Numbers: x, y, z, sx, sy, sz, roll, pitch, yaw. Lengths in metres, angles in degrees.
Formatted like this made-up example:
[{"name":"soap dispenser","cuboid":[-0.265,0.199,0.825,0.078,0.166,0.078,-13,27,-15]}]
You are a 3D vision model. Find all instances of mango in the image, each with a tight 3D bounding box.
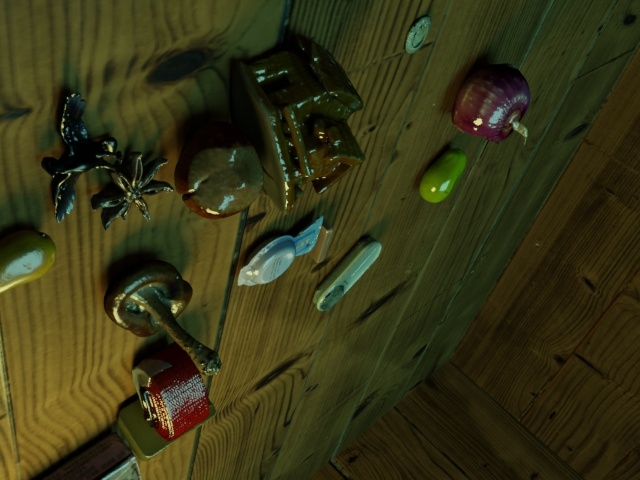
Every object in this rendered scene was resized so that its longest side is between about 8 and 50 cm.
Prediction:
[{"name":"mango","cuboid":[-0.418,0.031,0.958,0.114,0.060,0.080,-38,152,-15]},{"name":"mango","cuboid":[0.340,-0.175,1.924,0.163,0.089,0.117,-46,157,-8]}]

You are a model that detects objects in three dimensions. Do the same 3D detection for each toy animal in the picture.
[{"name":"toy animal","cuboid":[-0.319,-0.109,0.938,0.108,0.062,0.220,-10,140,-29]}]

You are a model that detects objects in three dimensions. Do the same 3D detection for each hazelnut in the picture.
[{"name":"hazelnut","cuboid":[-0.161,-0.110,1.100,0.143,0.143,0.154,-17,119,-50]}]

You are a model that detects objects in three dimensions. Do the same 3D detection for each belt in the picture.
[{"name":"belt","cuboid":[-0.318,0.319,1.454,0.124,0.128,0.200,-31,126,-36]}]

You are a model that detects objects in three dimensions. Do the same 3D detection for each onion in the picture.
[{"name":"onion","cuboid":[0.425,-0.346,1.725,0.208,0.200,0.200,2,132,-24]}]

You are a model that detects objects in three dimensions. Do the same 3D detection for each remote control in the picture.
[{"name":"remote control","cuboid":[0.071,0.091,1.911,0.247,0.052,0.104,-48,155,-2]}]

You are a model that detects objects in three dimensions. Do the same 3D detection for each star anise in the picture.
[{"name":"star anise","cuboid":[-0.283,-0.079,1.047,0.141,0.042,0.141,-39,155,-22]}]

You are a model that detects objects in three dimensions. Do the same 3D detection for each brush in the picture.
[{"name":"brush","cuboid":[-0.343,0.389,1.553,0.197,0.123,0.059,-27,168,-40]}]

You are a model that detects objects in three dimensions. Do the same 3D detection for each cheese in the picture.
[{"name":"cheese","cuboid":[-0.088,0.029,1.542,0.245,0.052,0.135,-31,154,-37]}]

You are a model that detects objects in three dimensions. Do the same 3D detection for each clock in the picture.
[{"name":"clock","cuboid":[0.197,-0.414,1.413,0.074,0.010,0.083,-36,154,-28]}]

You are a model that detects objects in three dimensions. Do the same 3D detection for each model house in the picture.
[{"name":"model house","cuboid":[-0.018,-0.200,1.151,0.229,0.199,0.219,-33,164,-24]}]

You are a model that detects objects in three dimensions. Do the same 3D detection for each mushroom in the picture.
[{"name":"mushroom","cuboid":[-0.255,0.147,1.219,0.148,0.217,0.227,-47,156,-2]}]

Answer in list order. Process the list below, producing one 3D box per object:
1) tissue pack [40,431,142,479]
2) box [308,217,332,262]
[{"name":"tissue pack","cuboid":[-0.561,0.595,1.501,0.361,0.122,0.259,-29,147,-34]},{"name":"box","cuboid":[0.000,0.000,1.653,0.025,0.048,0.115,-23,146,-33]}]
